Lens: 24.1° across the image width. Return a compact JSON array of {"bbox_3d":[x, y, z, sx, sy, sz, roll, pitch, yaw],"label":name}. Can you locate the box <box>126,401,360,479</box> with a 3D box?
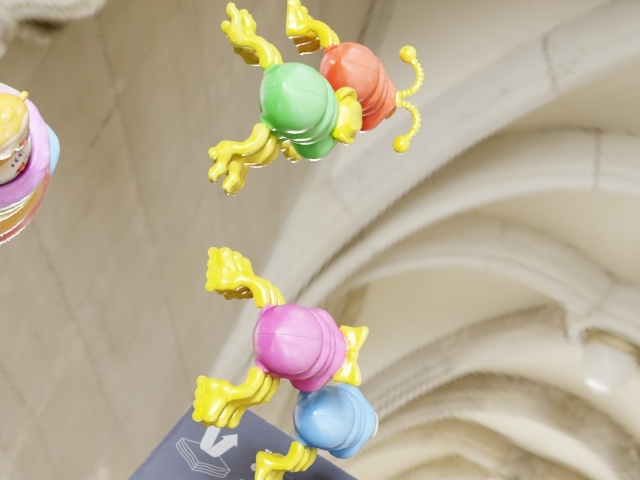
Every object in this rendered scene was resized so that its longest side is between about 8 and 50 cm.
[{"bbox_3d":[-0.057,0.209,1.001,0.156,0.158,0.093,31,-31,19],"label":"box"}]

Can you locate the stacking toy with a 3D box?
[{"bbox_3d":[-0.284,-0.078,1.240,0.165,0.175,0.302,39,-18,-15],"label":"stacking toy"}]

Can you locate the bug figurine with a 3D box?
[{"bbox_3d":[0.000,0.000,0.796,0.072,0.279,0.216,2,-5,15],"label":"bug figurine"}]
